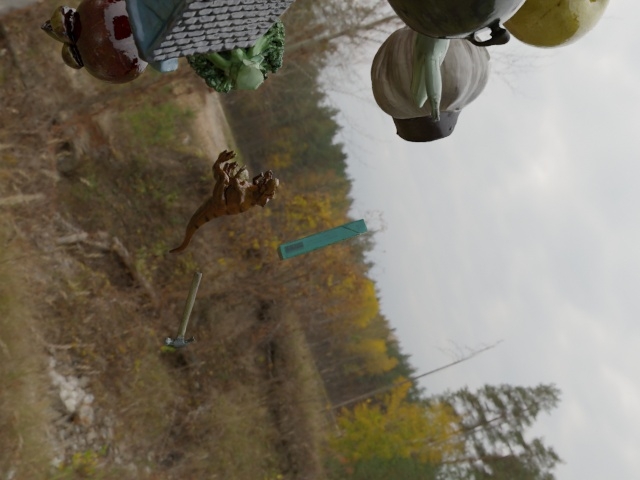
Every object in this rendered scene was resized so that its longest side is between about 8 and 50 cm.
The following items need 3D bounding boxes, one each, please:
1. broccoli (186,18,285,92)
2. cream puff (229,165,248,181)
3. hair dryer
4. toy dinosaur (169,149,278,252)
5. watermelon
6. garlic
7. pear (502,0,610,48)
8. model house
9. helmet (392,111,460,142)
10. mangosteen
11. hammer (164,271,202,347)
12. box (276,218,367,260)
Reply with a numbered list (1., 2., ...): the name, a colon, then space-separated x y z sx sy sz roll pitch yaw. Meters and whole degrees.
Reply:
1. broccoli: -0.211 -0.489 1.663 0.270 0.269 0.270 71 -4 -47
2. cream puff: -0.279 -0.216 2.144 0.083 0.083 0.058 -124 -132 -57
3. hair dryer: 0.235 -0.325 1.391 0.206 0.075 0.237 95 -3 -53
4. toy dinosaur: -0.256 -0.124 1.714 0.097 0.432 0.208 15 59 -43
5. watermelon: 0.215 -0.482 1.026 0.279 0.278 0.360 -117 -167 -78
6. garlic: 0.283 -0.459 1.699 0.317 0.317 0.260 -125 -151 -84
7. pear: 0.673 -0.730 1.869 0.348 0.348 0.349 159 -90 -89
8. model house: -0.205 -0.490 1.182 0.297 0.360 0.339 30 -57 20
9. helmet: 0.319 -0.455 1.976 0.177 0.224 0.306 51 50 -46
10. mangosteen: -0.520 -0.483 1.517 0.215 0.257 0.215 -175 -90 -70
11. hammer: -0.284 0.151 1.386 0.017 0.062 0.182 -126 -127 -63
12. box: 0.000 0.000 1.681 0.161 0.226 0.042 158 -87 -83
